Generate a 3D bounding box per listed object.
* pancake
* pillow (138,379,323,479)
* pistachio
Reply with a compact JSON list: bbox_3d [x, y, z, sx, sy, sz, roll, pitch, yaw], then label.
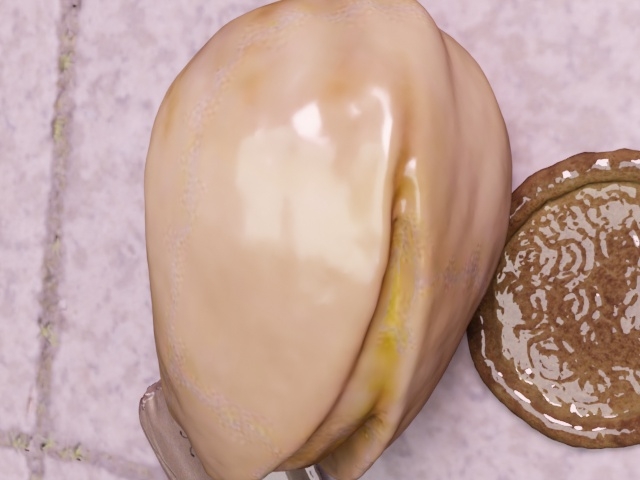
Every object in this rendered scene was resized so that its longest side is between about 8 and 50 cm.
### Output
[{"bbox_3d":[0.183,0.041,0.814,0.199,0.021,0.199,3,98,23],"label":"pancake"},{"bbox_3d":[-0.045,0.194,0.926,0.130,0.038,0.233,-28,82,22],"label":"pillow"},{"bbox_3d":[0.000,0.000,0.783,0.229,0.238,0.321,6,114,-19],"label":"pistachio"}]
